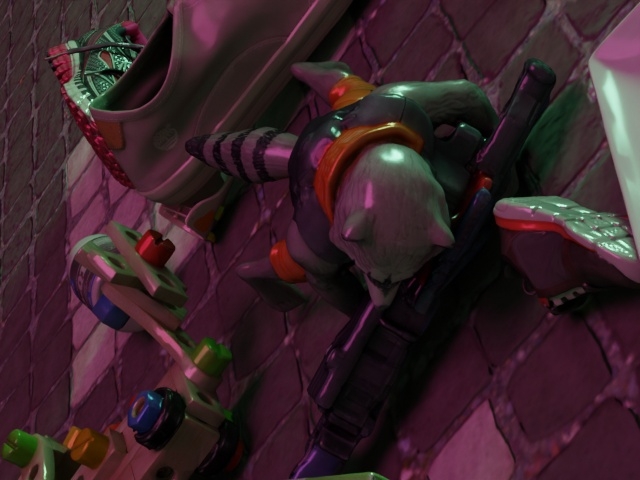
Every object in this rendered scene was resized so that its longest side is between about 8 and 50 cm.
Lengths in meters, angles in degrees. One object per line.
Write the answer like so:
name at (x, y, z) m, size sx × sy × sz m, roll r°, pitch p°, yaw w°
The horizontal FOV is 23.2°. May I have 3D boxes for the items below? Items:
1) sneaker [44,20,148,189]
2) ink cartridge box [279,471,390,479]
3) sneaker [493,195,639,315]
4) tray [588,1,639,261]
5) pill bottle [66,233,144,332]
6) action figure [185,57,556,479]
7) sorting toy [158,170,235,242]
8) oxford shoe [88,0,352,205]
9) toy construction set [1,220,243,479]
sneaker at (-0.227, -0.167, 1.746) m, size 0.112 × 0.121 × 0.299 m, roll -29°, pitch 37°, yaw -1°
ink cartridge box at (-0.049, 0.266, 0.967) m, size 0.353 × 0.119 × 0.207 m, roll -17°, pitch 51°, yaw 56°
sneaker at (0.156, 0.016, 0.922) m, size 0.158 × 0.061 × 0.065 m, roll -151°, pitch 61°, yaw -65°
tray at (0.223, -0.076, 0.870) m, size 0.145 × 0.030 × 0.270 m, roll -47°, pitch 25°, yaw 29°
pill bottle at (-0.202, 0.038, 1.529) m, size 0.078 × 0.078 × 0.137 m, roll -63°, pitch 25°, yaw -1°
action figure at (0.000, 0.000, 1.082) m, size 0.341 × 0.178 × 0.330 m, roll -63°, pitch 15°, yaw -5°
sorting toy at (-0.105, -0.041, 1.473) m, size 0.075 × 0.045 × 0.083 m, roll -57°, pitch 25°, yaw -6°
oxford shoe at (-0.057, -0.239, 1.445) m, size 0.449 × 0.130 × 0.169 m, roll -52°, pitch 22°, yaw 2°
toy construction set at (-0.169, 0.157, 1.291) m, size 0.328 × 0.151 × 0.215 m, roll -67°, pitch 23°, yaw 17°
